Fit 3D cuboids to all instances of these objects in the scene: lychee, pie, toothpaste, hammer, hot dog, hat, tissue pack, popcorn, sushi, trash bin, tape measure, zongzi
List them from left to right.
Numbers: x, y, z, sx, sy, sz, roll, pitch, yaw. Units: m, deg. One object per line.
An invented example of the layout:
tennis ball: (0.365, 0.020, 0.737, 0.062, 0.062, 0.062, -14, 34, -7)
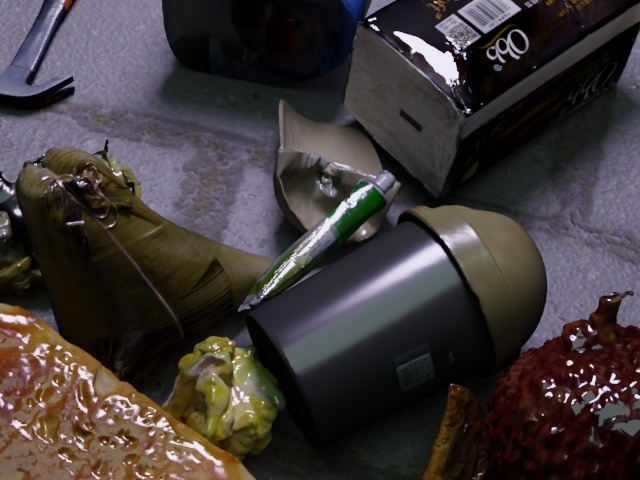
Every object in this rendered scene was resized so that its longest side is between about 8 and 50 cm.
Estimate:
sushi: (-0.348, -0.013, 1.581, 0.291, 0.131, 0.139, -21, 51, -17)
hammer: (-0.360, -0.296, 1.806, 0.137, 0.037, 0.289, 17, 59, 6)
hot dog: (-0.260, 0.254, 1.397, 0.405, 0.185, 0.223, 32, 60, 14)
zongzi: (-0.177, -0.010, 1.529, 0.300, 0.273, 0.145, -26, 35, -23)
popcorn: (-0.109, 0.176, 1.493, 0.126, 0.126, 0.145, 12, 55, -37)
tape measure: (-0.064, -0.332, 1.724, 0.262, 0.259, 0.138, 12, 60, 2)
hat: (-0.006, -0.083, 1.700, 0.166, 0.173, 0.144, 18, 100, -21)
toothpaste: (0.000, 0.000, 1.582, 0.248, 0.078, 0.047, -42, 97, -23)
trash bin: (0.100, 0.084, 1.523, 0.334, 0.214, 0.214, -28, 65, -11)
pie: (0.150, 0.253, 1.491, 0.088, 0.033, 0.191, 12, 94, -33)
tissue pack: (0.225, -0.242, 1.720, 0.370, 0.198, 0.210, -32, 69, -27)
lychee: (0.300, 0.201, 1.433, 0.264, 0.264, 0.300, -1, 96, -5)
